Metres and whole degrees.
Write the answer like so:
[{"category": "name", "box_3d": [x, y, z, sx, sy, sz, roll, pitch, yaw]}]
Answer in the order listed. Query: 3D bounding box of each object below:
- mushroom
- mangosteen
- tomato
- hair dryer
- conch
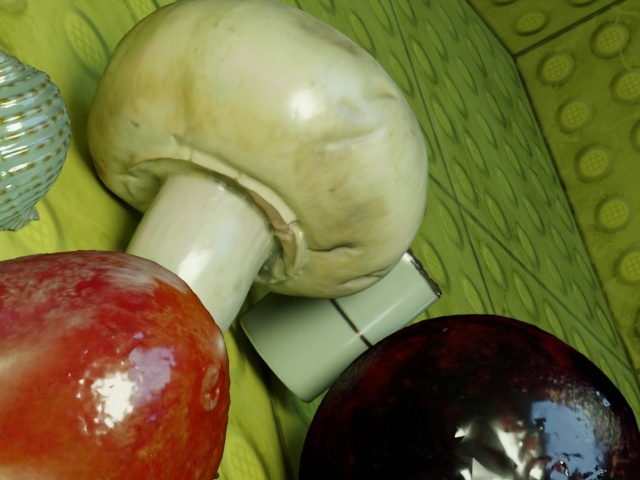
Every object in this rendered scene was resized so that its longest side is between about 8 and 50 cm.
[{"category": "mushroom", "box_3d": [-0.084, -0.072, 1.592, 0.325, 0.353, 0.353, 49, 6, 38]}, {"category": "mangosteen", "box_3d": [0.165, 0.290, 1.620, 0.381, 0.381, 0.421, 33, 46, -56]}, {"category": "tomato", "box_3d": [-0.162, 0.119, 1.267, 0.309, 0.170, 0.309, 53, 19, -27]}, {"category": "hair dryer", "box_3d": [-0.022, 0.010, 1.842, 0.128, 0.203, 0.362, 48, 5, -41]}, {"category": "conch", "box_3d": [-0.275, -0.093, 1.382, 0.135, 0.102, 0.153, -24, 87, -57]}]
